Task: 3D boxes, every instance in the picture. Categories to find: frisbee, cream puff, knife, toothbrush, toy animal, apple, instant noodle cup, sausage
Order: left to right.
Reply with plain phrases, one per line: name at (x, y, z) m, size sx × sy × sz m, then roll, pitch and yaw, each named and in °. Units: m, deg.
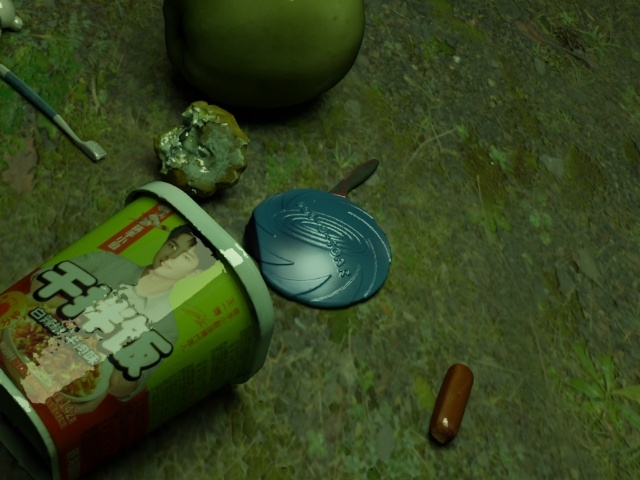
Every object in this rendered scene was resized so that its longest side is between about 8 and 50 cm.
toy animal at (-0.597, -0.382, 1.562) m, size 0.131 × 0.127 × 0.181 m, roll 19°, pitch 32°, yaw -10°
toothbrush at (-0.454, -0.218, 1.523) m, size 0.276 × 0.019 × 0.025 m, roll 40°, pitch 42°, yaw 19°
instant noodle cup at (-0.259, 0.124, 1.108) m, size 0.294 × 0.294 × 0.308 m, roll 42°, pitch 56°, yaw 21°
cream puff at (-0.192, -0.147, 1.472) m, size 0.121 × 0.156 × 0.156 m, roll 26°, pitch 34°, yaw -41°
apple at (-0.098, -0.397, 1.595) m, size 0.357 × 0.357 × 0.357 m, roll 10°, pitch 45°, yaw -10°
frisbee at (0.000, 0.000, 1.447) m, size 0.242 × 0.045 × 0.242 m, roll 9°, pitch 47°, yaw -10°
knife at (0.033, -0.079, 1.565) m, size 0.035 × 0.018 × 0.247 m, roll 37°, pitch 49°, yaw 12°
sausage at (0.187, 0.233, 1.296) m, size 0.039 × 0.041 × 0.131 m, roll 39°, pitch 44°, yaw -11°

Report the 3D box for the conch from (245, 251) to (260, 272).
conch at (-0.145, 0.060, 1.304) m, size 0.173 × 0.106 × 0.116 m, roll 20°, pitch 27°, yaw 37°
